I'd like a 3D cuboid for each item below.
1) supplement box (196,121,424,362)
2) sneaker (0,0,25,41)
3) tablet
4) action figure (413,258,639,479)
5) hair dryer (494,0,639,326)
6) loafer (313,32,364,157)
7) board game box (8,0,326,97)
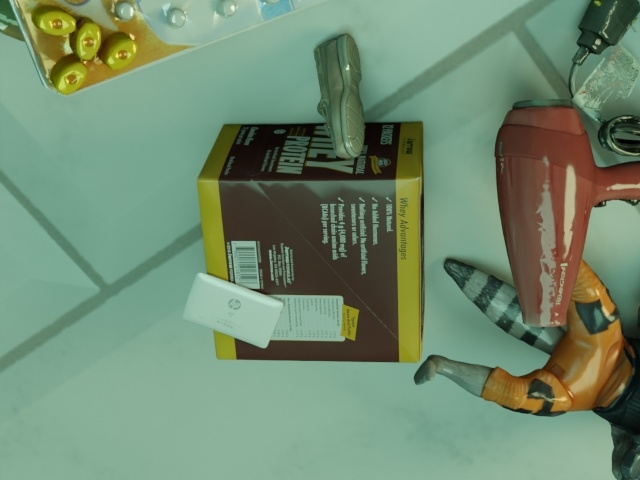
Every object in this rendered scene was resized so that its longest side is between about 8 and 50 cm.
[{"bbox_3d":[0.000,0.000,1.016,0.194,0.129,0.191,0,118,6],"label":"supplement box"},{"bbox_3d":[-0.304,-0.256,0.950,0.192,0.064,0.086,33,121,-8],"label":"sneaker"},{"bbox_3d":[-0.080,0.064,0.981,0.083,0.006,0.054,20,118,-4],"label":"tablet"},{"bbox_3d":[0.298,0.081,1.046,0.330,0.178,0.341,30,87,-16],"label":"action figure"},{"bbox_3d":[0.252,-0.052,0.918,0.224,0.080,0.293,38,84,-9],"label":"hair dryer"},{"bbox_3d":[0.015,-0.125,0.964,0.039,0.125,0.045,-12,151,23],"label":"loafer"},{"bbox_3d":[-0.081,-0.344,0.790,0.390,0.050,0.390,-23,116,-13],"label":"board game box"}]
